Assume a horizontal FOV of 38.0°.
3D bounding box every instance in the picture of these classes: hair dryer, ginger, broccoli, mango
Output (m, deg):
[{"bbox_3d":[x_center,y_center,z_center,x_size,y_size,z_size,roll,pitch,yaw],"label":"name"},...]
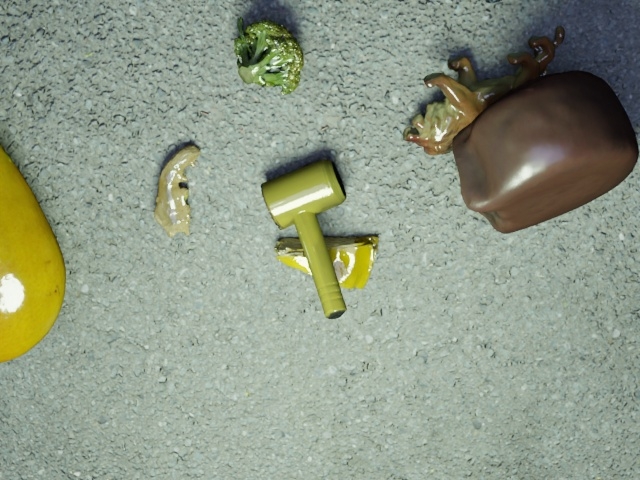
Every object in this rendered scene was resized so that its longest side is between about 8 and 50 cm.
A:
[{"bbox_3d":[0.000,0.000,1.624,0.135,0.090,0.278,-21,70,8],"label":"hair dryer"},{"bbox_3d":[-0.262,-0.090,1.685,0.069,0.051,0.173,9,109,-4],"label":"ginger"},{"bbox_3d":[-0.090,-0.310,1.573,0.130,0.120,0.131,26,144,20],"label":"broccoli"},{"bbox_3d":[-0.621,0.001,1.641,0.300,0.232,0.445,-12,100,10],"label":"mango"}]

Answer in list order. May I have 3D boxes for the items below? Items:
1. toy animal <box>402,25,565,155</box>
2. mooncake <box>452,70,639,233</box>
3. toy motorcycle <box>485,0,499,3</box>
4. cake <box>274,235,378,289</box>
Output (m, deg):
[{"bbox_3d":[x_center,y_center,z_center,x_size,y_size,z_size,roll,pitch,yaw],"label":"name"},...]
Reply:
[{"bbox_3d":[0.286,-0.244,1.600,0.312,0.097,0.157,-15,118,5],"label":"toy animal"},{"bbox_3d":[0.352,-0.139,1.514,0.334,0.326,0.174,-35,70,46],"label":"mooncake"},{"bbox_3d":[0.246,-0.508,1.496,0.106,0.159,0.270,-14,90,-3],"label":"toy motorcycle"},{"bbox_3d":[0.018,0.018,1.693,0.185,0.080,0.116,31,109,-2],"label":"cake"}]
